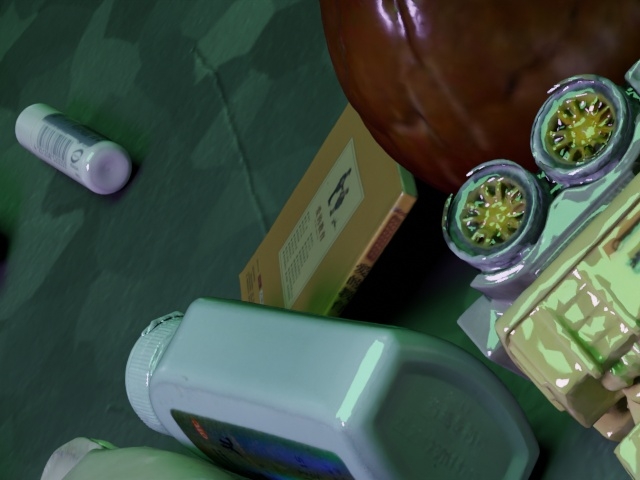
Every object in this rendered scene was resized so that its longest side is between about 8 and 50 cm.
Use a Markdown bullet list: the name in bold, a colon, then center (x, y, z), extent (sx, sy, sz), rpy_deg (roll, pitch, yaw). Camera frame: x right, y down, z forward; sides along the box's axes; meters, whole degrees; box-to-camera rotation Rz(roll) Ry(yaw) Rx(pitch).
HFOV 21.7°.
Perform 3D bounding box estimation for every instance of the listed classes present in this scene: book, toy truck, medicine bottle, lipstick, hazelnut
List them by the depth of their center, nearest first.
- **toy truck**: center (0.188, -0.022, 0.691), extent (0.272, 0.124, 0.157), rpy_deg (-46, 50, 12)
- **hazelnut**: center (0.087, -0.136, 0.821), extent (0.229, 0.229, 0.229), rpy_deg (-30, 40, 28)
- **medicine bottle**: center (-0.011, 0.080, 0.823), extent (0.229, 0.121, 0.083), rpy_deg (8, 66, 52)
- **book**: center (0.000, 0.000, 0.927), extent (0.172, 0.012, 0.118), rpy_deg (-57, 27, 33)
- **lipstick**: center (-0.182, -0.068, 1.227), extent (0.040, 0.040, 0.141), rpy_deg (-55, 34, -5)

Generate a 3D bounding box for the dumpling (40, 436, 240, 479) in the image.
- **dumpling**: center (-0.092, 0.180, 0.813), extent (0.250, 0.132, 0.162), rpy_deg (19, 79, 58)
